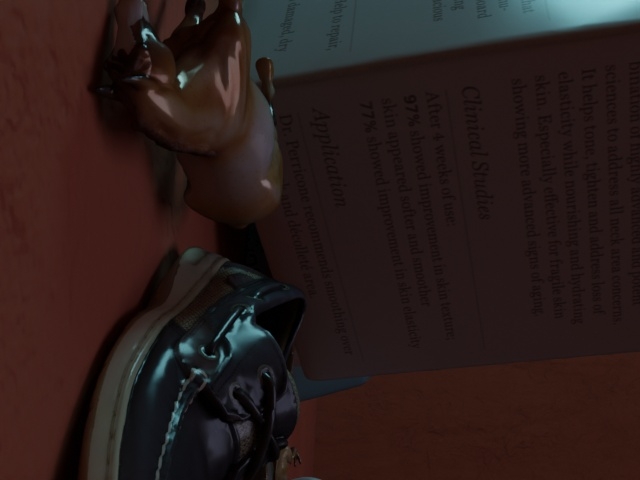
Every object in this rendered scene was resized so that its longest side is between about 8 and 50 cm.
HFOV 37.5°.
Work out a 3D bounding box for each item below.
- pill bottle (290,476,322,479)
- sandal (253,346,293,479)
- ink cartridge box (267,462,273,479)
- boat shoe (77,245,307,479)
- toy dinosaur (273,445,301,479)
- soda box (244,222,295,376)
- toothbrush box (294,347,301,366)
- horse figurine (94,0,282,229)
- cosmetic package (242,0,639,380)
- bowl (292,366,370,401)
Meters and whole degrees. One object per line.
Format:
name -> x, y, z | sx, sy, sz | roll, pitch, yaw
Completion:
pill bottle -> -0.021, 0.436, 1.459 | 0.221, 0.124, 0.124 | 89, 6, -65
sandal -> -0.066, 0.142, 0.736 | 0.049, 0.072, 0.180 | 127, -28, -65
ink cartridge box -> -0.077, 0.265, 0.780 | 0.171, 0.056, 0.235 | 91, 1, -54
boat shoe -> -0.057, 0.084, 0.507 | 0.285, 0.092, 0.102 | -80, 173, -69
toy dinosaur -> -0.055, 0.291, 1.291 | 0.092, 0.053, 0.183 | 77, 17, -76
soda box -> -0.051, 0.048, 0.988 | 0.063, 0.058, 0.183 | 87, 6, -62
toothbrush box -> 0.000, 0.000, 1.318 | 0.216, 0.126, 0.295 | 90, 3, -52
horse figurine -> -0.060, -0.081, 0.551 | 0.263, 0.066, 0.174 | 84, 4, -62
cosmetic package -> 0.151, -0.108, 0.871 | 0.327, 0.394, 0.329 | -83, 163, -51
bowl -> 0.023, 0.131, 1.610 | 0.311, 0.163, 0.311 | 3, 90, -88
